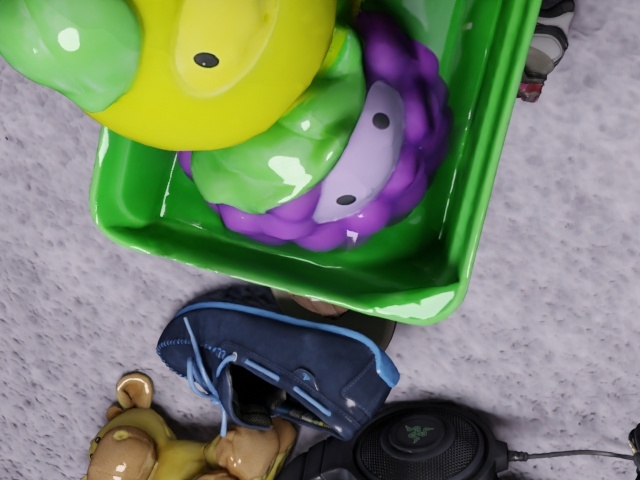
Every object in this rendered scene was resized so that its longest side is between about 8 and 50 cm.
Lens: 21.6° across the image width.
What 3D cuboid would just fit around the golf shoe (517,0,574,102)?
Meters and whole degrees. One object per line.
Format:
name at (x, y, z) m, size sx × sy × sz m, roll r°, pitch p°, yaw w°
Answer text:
golf shoe at (0.087, -0.172, 1.173) m, size 0.186 × 0.067 × 0.086 m, roll 28°, pitch 98°, yaw 2°

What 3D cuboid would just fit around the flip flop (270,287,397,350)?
flip flop at (0.000, 0.000, 1.317) m, size 0.112 × 0.080 × 0.277 m, roll 8°, pitch 134°, yaw 13°

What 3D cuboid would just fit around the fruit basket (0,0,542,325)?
fruit basket at (-0.017, -0.141, 0.970) m, size 0.283 × 0.392 × 0.392 m, roll 15°, pitch 131°, yaw 7°

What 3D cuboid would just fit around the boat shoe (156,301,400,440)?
boat shoe at (-0.056, 0.108, 1.372) m, size 0.258 × 0.089 × 0.109 m, roll -1°, pitch 142°, yaw 50°

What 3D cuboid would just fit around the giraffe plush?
giraffe plush at (-0.134, 0.209, 1.507) m, size 0.170 × 0.181 × 0.210 m, roll 27°, pitch 167°, yaw 9°

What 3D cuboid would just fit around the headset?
headset at (0.123, 0.255, 1.417) m, size 0.394 × 0.185 × 0.243 m, roll -29°, pitch 115°, yaw 23°
